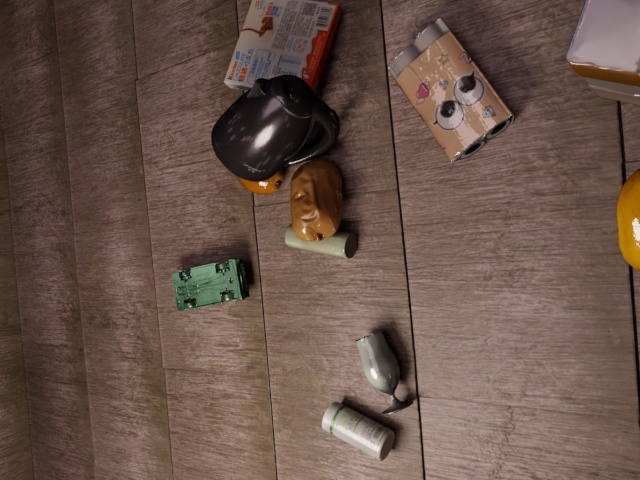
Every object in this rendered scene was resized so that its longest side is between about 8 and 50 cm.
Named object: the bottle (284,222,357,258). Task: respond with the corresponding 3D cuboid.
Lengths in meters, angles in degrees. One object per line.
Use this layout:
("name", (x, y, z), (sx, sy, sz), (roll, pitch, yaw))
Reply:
("bottle", (0.000, 0.000, 1.507), (0.202, 0.072, 0.072), (11, 100, 34))

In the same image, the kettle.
("kettle", (-0.098, -0.294, 1.406), (0.290, 0.268, 0.207), (-34, 41, 45))

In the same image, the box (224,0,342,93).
("box", (-0.104, -0.524, 1.484), (0.265, 0.048, 0.273), (18, 87, 21))

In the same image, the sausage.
("sausage", (-0.012, -0.106, 1.456), (0.136, 0.120, 0.241), (-14, 63, 33))

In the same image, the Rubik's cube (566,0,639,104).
("Rubik's cube", (0.645, -0.386, 0.867), (0.347, 0.344, 0.346), (26, 106, 30))

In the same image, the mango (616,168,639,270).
("mango", (0.641, -0.043, 1.040), (0.145, 0.112, 0.219), (17, 114, 33))

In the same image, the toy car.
("toy car", (-0.352, 0.138, 1.745), (0.321, 0.097, 0.141), (-13, 85, 36))

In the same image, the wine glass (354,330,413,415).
("wine glass", (0.160, 0.337, 1.408), (0.093, 0.093, 0.202), (-28, 77, 33))

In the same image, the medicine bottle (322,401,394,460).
("medicine bottle", (0.101, 0.509, 1.465), (0.183, 0.086, 0.086), (19, 104, 33))

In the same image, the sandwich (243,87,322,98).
("sandwich", (-0.121, -0.417, 1.572), (0.212, 0.063, 0.245), (-48, 67, 31))

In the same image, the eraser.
("eraser", (0.298, -0.344, 1.265), (0.171, 0.087, 0.290), (-39, 72, 29))

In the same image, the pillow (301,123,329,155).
("pillow", (-0.051, -0.267, 1.537), (0.150, 0.048, 0.090), (-7, 87, 33))

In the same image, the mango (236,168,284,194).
("mango", (-0.200, -0.238, 1.604), (0.138, 0.113, 0.253), (-42, 68, 29))
